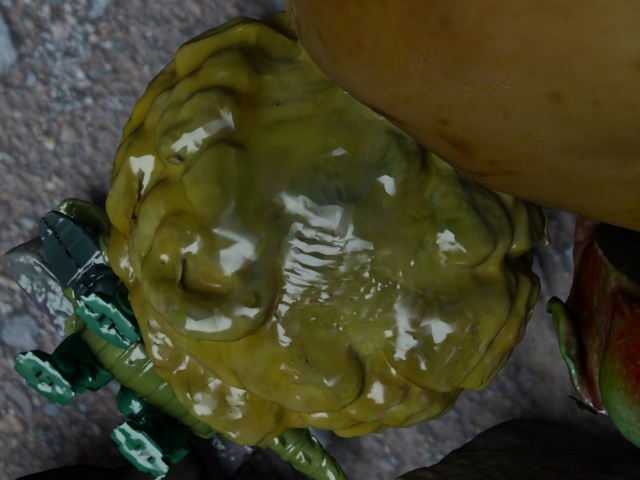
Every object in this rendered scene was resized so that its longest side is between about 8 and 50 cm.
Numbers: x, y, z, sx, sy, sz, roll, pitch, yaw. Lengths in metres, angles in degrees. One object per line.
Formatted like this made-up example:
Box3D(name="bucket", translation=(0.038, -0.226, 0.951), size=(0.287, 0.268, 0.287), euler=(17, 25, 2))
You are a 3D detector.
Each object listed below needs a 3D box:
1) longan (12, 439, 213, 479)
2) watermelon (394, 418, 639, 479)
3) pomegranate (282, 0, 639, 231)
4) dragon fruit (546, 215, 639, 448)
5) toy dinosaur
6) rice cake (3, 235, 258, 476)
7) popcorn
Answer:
Box3D(name="longan", translation=(-0.115, 0.264, 1.136), size=(0.300, 0.243, 0.300), euler=(0, 98, -2))
Box3D(name="watermelon", translation=(0.183, 0.187, 0.993), size=(0.264, 0.302, 0.151), euler=(15, 88, 32))
Box3D(name="pomegranate", translation=(0.148, -0.190, 0.745), size=(0.410, 0.410, 0.410), euler=(9, 118, 17))
Box3D(name="dragon fruit", translation=(0.236, 0.063, 0.899), size=(0.268, 0.295, 0.130), euler=(25, 98, 25))
Box3D(name="toy dinosaur", translation=(-0.079, 0.082, 1.079), size=(0.259, 0.153, 0.094), euler=(45, 114, -4))
Box3D(name="rice cake", translation=(-0.118, 0.070, 1.155), size=(0.207, 0.047, 0.036), euler=(42, 107, -4))
Box3D(name="popcorn", translation=(0.000, 0.000, 0.982), size=(0.250, 0.190, 0.250), euler=(0, 81, 2))
